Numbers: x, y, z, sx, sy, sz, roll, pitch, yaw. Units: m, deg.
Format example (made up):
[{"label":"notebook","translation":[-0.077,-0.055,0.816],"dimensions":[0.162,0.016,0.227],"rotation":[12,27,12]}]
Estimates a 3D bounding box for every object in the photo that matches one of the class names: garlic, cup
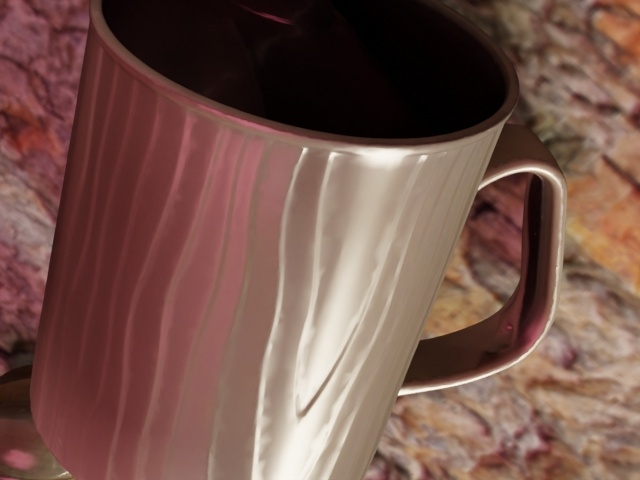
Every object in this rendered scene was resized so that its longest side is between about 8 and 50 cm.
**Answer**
[{"label":"garlic","translation":[-0.157,0.155,1.321],"dimensions":[0.194,0.127,0.131],"rotation":[12,127,-5]},{"label":"cup","translation":[-0.014,-0.010,1.063],"dimensions":[0.208,0.288,0.273],"rotation":[38,126,31]}]
